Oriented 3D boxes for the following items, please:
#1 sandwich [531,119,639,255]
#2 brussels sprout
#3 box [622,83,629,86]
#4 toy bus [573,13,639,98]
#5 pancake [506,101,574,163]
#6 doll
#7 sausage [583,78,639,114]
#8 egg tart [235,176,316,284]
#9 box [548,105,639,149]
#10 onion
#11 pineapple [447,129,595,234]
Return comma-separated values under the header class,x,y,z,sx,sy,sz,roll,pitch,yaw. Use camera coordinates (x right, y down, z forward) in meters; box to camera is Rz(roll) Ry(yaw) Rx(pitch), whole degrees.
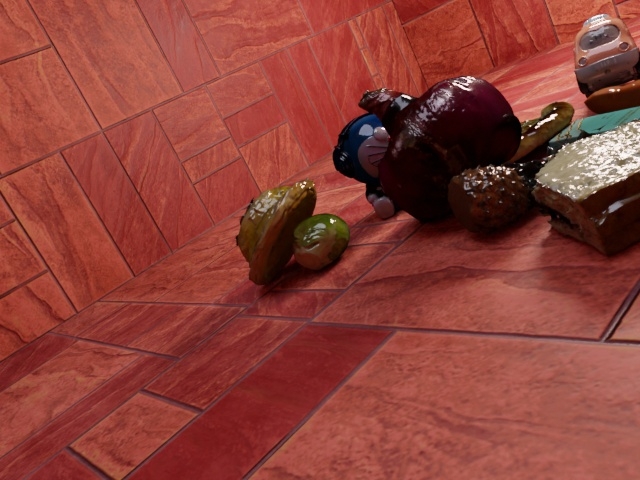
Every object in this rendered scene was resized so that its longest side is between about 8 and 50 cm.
class,x,y,z,sx,sy,sz,roll,pitch,yaw
sandwich,0.553,-0.110,1.117,0.262,0.131,0.325,-27,17,4
brussels sprout,0.001,-0.004,1.665,0.161,0.144,0.181,8,44,2
box,0.917,-0.441,1.819,0.090,0.024,0.167,-16,18,37
toy bus,0.914,-0.594,1.880,0.194,0.232,0.287,-13,-5,33
pancake,0.629,-0.336,1.807,0.426,0.067,0.305,-36,13,-25
doll,0.190,-0.250,1.854,0.284,0.310,0.240,-31,14,-16
sausage,0.878,-0.394,1.602,0.097,0.094,0.348,-19,9,-26
egg tart,-0.134,-0.041,1.717,0.345,0.132,0.345,-55,-15,-22
box,0.755,-0.299,1.578,0.162,0.041,0.229,-35,17,-32
onion,0.281,-0.281,1.551,0.398,0.420,0.398,-30,-28,-18
pineapple,0.473,-0.134,1.343,0.364,0.166,0.165,-21,14,-12
